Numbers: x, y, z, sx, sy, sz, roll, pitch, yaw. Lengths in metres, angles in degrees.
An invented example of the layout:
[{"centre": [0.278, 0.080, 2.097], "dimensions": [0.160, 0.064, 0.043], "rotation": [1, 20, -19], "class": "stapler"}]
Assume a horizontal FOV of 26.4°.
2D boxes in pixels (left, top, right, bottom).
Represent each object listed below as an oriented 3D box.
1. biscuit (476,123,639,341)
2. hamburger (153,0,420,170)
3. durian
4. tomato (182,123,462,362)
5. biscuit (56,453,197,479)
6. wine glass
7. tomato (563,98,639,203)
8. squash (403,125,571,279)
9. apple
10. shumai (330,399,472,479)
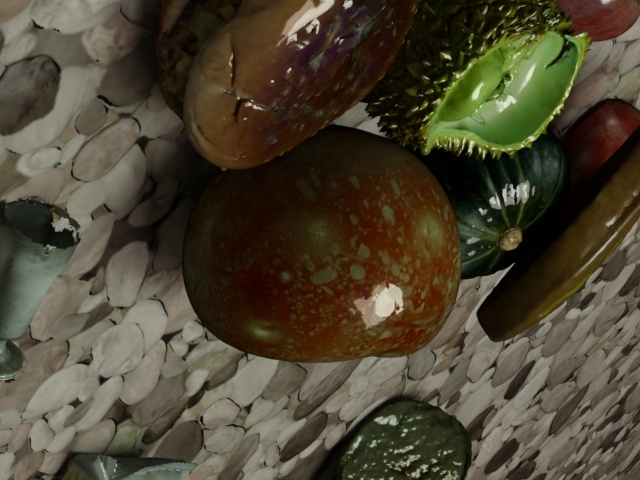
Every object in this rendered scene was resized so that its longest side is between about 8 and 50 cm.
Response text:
[{"centre": [0.325, -0.014, 1.647], "dimensions": [0.350, 0.070, 0.394], "rotation": [-49, 175, -4], "class": "biscuit"}, {"centre": [-0.017, -0.188, 1.150], "dimensions": [0.286, 0.146, 0.243], "rotation": [-50, 159, 3], "class": "hamburger"}, {"centre": [0.142, -0.183, 1.329], "dimensions": [0.237, 0.176, 0.200], "rotation": [-12, 149, -38], "class": "durian"}, {"centre": [0.000, 0.000, 1.295], "dimensions": [0.270, 0.270, 0.222], "rotation": [4, 92, -56], "class": "tomato"}, {"centre": [-0.283, 0.354, 1.541], "dimensions": [0.309, 0.079, 0.186], "rotation": [-53, 150, 9], "class": "biscuit"}, {"centre": [-0.265, 0.044, 1.176], "dimensions": [0.072, 0.072, 0.155], "rotation": [-9, 134, -49], "class": "wine glass"}, {"centre": [0.399, -0.085, 1.896], "dimensions": [0.228, 0.101, 0.228], "rotation": [-37, 153, -23], "class": "tomato"}, {"centre": [0.175, -0.057, 1.541], "dimensions": [0.218, 0.172, 0.218], "rotation": [-31, 153, -18], "class": "squash"}, {"centre": [0.275, -0.285, 1.419], "dimensions": [0.153, 0.120, 0.153], "rotation": [-28, 122, -58], "class": "apple"}, {"centre": [0.109, 0.368, 2.042], "dimensions": [0.255, 0.189, 0.218], "rotation": [-57, 173, -15], "class": "shumai"}]
